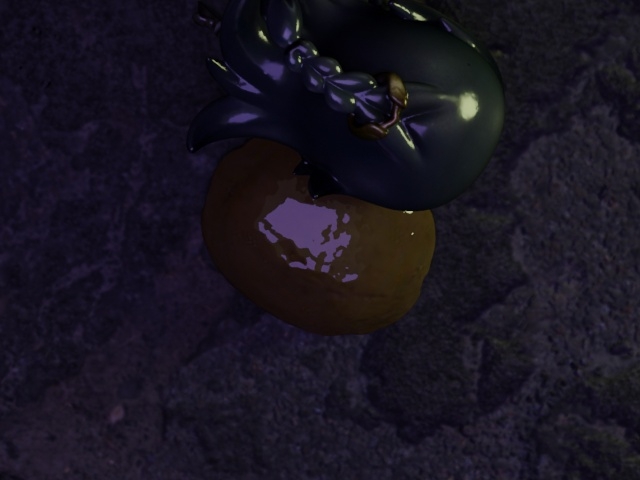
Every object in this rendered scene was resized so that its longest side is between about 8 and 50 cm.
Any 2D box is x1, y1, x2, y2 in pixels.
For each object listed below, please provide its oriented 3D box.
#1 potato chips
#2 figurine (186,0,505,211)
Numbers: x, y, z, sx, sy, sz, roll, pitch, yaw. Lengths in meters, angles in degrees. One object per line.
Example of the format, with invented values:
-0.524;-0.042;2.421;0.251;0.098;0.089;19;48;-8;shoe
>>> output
-0.001;-0.001;1.391;0.195;0.062;0.208;-28;104;10;potato chips
0.019;-0.128;1.291;0.265;0.197;0.175;14;130;-8;figurine
